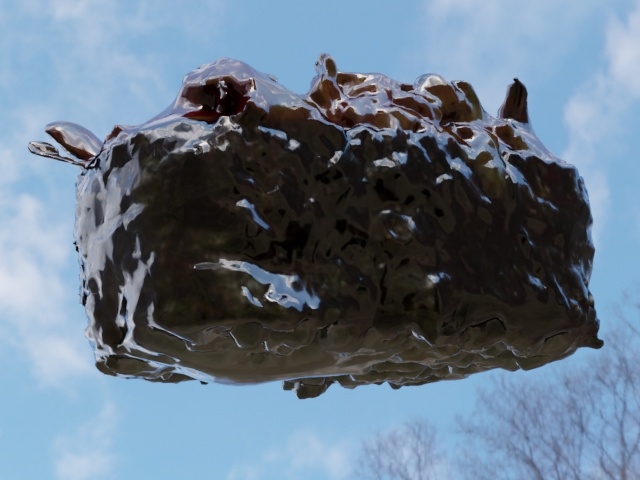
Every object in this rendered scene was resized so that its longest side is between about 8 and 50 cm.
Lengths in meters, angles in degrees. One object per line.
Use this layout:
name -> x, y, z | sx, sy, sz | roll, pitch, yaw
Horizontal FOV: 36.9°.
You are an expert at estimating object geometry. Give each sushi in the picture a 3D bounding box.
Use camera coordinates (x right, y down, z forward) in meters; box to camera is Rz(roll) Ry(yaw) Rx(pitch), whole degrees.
sushi -> 0.000, 0.000, 0.578 | 0.343, 0.182, 0.196 | 6, -27, -30
